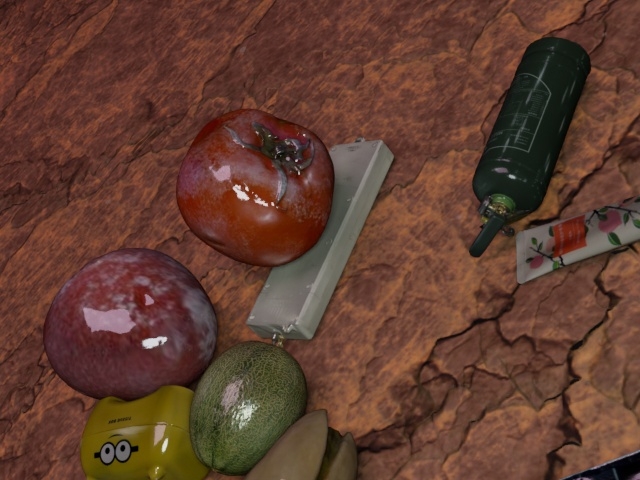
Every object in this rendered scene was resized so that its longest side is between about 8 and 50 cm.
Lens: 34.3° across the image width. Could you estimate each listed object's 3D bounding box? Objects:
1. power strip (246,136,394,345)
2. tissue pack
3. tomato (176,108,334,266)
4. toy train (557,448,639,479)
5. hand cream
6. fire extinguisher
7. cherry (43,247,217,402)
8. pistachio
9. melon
[{"bbox_3d":[0.000,0.000,1.505,0.106,0.043,0.367,-2,51,41],"label":"power strip"},{"bbox_3d":[-0.227,0.272,1.365,0.178,0.123,0.127,-14,52,31],"label":"tissue pack"},{"bbox_3d":[-0.095,-0.069,1.452,0.232,0.232,0.188,-89,19,-44],"label":"tomato"},{"bbox_3d":[0.328,0.220,0.999,0.207,0.047,0.043,-27,40,17],"label":"toy train"},{"bbox_3d":[0.335,-0.012,1.232,0.234,0.050,0.080,-21,45,33],"label":"hand cream"},{"bbox_3d":[0.266,-0.123,1.361,0.311,0.095,0.114,-65,6,-29],"label":"fire extinguisher"},{"bbox_3d":[-0.272,0.122,1.481,0.285,0.213,0.236,20,63,32],"label":"cherry"},{"bbox_3d":[-0.033,0.297,1.180,0.136,0.136,0.226,2,48,42],"label":"pistachio"},{"bbox_3d":[-0.088,0.203,1.303,0.139,0.139,0.192,4,57,43],"label":"melon"}]
